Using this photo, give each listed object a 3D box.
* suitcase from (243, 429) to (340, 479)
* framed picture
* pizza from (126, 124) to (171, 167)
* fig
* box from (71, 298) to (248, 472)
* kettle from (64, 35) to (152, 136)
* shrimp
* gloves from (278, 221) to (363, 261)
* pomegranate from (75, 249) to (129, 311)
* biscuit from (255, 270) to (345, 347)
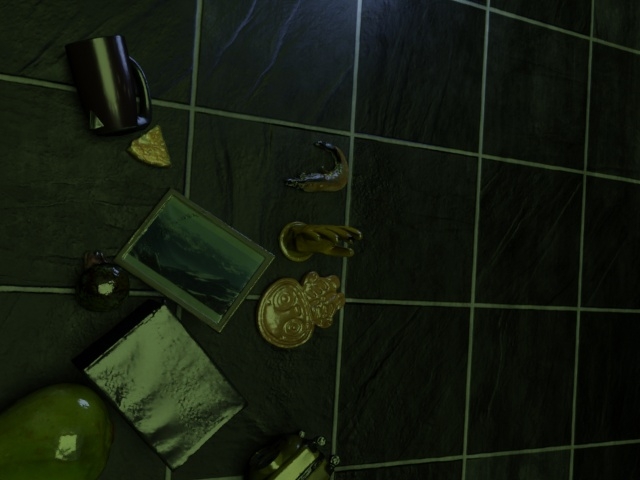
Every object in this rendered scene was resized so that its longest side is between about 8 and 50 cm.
[{"bbox_3d":[-0.091,0.623,1.923,0.234,0.194,0.143,-38,99,-23],"label":"suitcase"},{"bbox_3d":[-0.322,0.047,1.811,0.335,0.022,0.247,34,73,6],"label":"framed picture"},{"bbox_3d":[-0.433,-0.247,1.838,0.122,0.026,0.109,22,77,-24],"label":"pizza"},{"bbox_3d":[-0.636,0.466,1.610,0.326,0.258,0.258,-16,98,-7],"label":"fig"},{"bbox_3d":[-0.400,0.346,1.751,0.251,0.204,0.345,-41,108,-21],"label":"box"},{"bbox_3d":[-0.514,-0.376,1.750,0.202,0.143,0.232,-29,112,-57],"label":"kettle"},{"bbox_3d":[-0.007,-0.213,2.052,0.219,0.046,0.152,-10,95,-32],"label":"shrimp"},{"bbox_3d":[-0.001,0.000,1.915,0.133,0.294,0.116,-15,96,-28],"label":"gloves"},{"bbox_3d":[-0.529,0.100,1.735,0.125,0.138,0.163,14,52,-18],"label":"pomegranate"},{"bbox_3d":[-0.053,0.194,2.032,0.288,0.044,0.202,-17,98,-25],"label":"biscuit"}]
